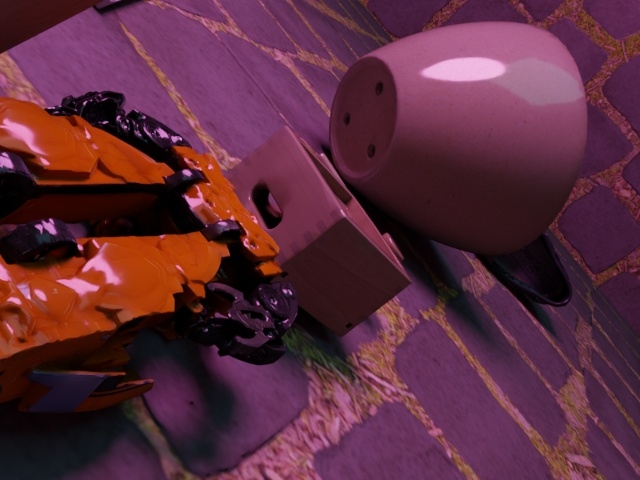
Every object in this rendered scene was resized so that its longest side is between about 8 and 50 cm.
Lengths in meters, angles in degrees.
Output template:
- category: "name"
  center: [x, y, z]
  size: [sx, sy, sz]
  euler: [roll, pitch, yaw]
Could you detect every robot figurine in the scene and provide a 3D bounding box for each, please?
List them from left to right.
- category: "robot figurine"
  center: [-0.125, 0.000, 0.455]
  size: [0.211, 0.085, 0.291]
  euler: [54, 20, 13]

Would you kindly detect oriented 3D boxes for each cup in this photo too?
- category: "cup"
  center: [0.152, -0.148, 1.097]
  size: [0.237, 0.331, 0.331]
  euler: [3, 43, -30]

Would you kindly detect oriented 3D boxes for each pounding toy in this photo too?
- category: "pounding toy"
  center: [-0.001, -0.004, 0.748]
  size: [0.206, 0.094, 0.181]
  euler: [42, 13, -48]

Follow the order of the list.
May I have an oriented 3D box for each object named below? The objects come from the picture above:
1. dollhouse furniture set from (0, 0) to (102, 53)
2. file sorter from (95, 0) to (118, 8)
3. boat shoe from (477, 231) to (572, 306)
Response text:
- category: "dollhouse furniture set"
  center: [-0.224, -0.264, 0.361]
  size: [0.303, 0.174, 0.355]
  euler: [56, -8, 35]
- category: "file sorter"
  center: [-0.191, -0.414, 0.836]
  size: [0.193, 0.173, 0.278]
  euler: [-74, 144, -66]
- category: "boat shoe"
  center: [0.342, 0.001, 1.446]
  size: [0.340, 0.127, 0.113]
  euler: [52, 5, -22]
